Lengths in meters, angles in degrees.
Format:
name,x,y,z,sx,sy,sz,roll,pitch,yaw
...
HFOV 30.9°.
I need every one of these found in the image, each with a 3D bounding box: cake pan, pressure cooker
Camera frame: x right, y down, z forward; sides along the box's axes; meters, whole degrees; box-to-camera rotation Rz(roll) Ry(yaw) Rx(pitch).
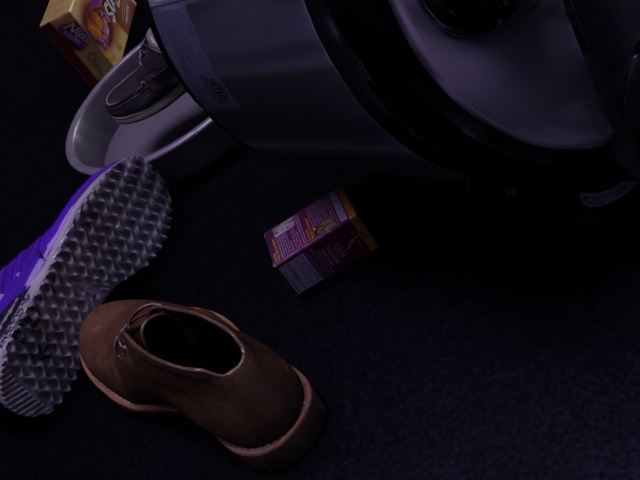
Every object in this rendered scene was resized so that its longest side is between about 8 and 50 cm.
name,x,y,z,sx,sy,sz,roll,pitch,yaw
cake pan,-0.156,-0.164,1.310,0.293,0.054,0.293,-24,36,19
pressure cooker,0.099,-0.218,0.837,0.420,0.369,0.376,9,81,60

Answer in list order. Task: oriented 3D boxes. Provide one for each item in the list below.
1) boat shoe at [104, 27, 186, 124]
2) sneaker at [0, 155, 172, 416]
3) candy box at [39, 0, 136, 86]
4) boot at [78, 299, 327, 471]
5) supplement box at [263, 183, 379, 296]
name,x,y,z,sx,sy,sz,roll,pitch,yaw
boat shoe,-0.154,-0.200,1.222,0.223,0.073,0.080,-25,38,30
sneaker,-0.266,0.032,1.135,0.146,0.102,0.293,-2,48,42
candy box,-0.310,-0.306,1.569,0.053,0.109,0.187,-22,36,20
boot,-0.124,0.083,0.939,0.305,0.115,0.112,14,60,50
supplement box,0.000,0.000,0.985,0.083,0.043,0.055,-31,35,7
